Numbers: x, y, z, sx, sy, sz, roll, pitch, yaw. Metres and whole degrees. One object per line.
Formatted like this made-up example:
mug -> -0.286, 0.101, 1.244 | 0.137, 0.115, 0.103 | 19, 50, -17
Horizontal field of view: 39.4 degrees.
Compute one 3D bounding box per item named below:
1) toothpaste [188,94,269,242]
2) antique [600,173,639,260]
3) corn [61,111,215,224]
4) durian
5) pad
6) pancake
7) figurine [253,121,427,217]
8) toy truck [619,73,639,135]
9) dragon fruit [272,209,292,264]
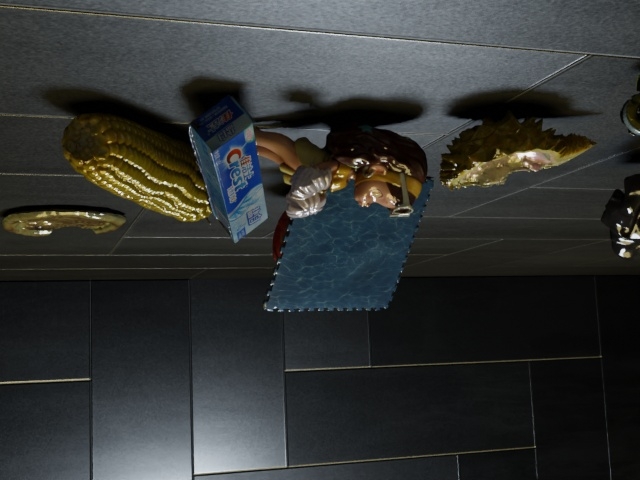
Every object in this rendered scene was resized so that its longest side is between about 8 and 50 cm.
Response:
toothpaste -> -0.110, -0.079, 1.118 | 0.066, 0.053, 0.272 | -36, 162, -13
antique -> 0.595, -0.053, 1.373 | 0.322, 0.185, 0.255 | -6, 171, -2
corn -> -0.218, -0.090, 1.144 | 0.106, 0.106, 0.305 | -5, 171, 21
durian -> 0.254, -0.127, 1.149 | 0.224, 0.078, 0.140 | -11, 163, -21
pad -> 0.049, 0.005, 1.506 | 0.269, 0.269, 0.012 | 1, -152, -33
pancake -> -0.498, -0.037, 1.735 | 0.235, 0.029, 0.212 | -4, 171, -1
figurine -> 0.016, -0.094, 1.146 | 0.240, 0.116, 0.175 | 4, 170, 0
toy truck -> 0.427, -0.066, 0.927 | 0.157, 0.272, 0.124 | -10, 173, -2
dragon fruit -> 0.000, 0.000, 1.599 | 0.172, 0.172, 0.209 | -10, -150, 45
